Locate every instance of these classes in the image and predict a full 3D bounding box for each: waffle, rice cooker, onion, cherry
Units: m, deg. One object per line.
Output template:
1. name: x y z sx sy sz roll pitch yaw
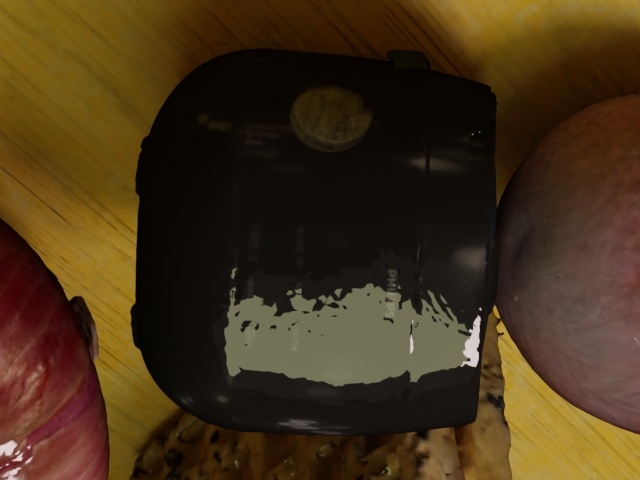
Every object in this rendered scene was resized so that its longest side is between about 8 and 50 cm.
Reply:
1. waffle: -0.009 0.204 1.417 0.114 0.261 0.376 23 133 -31
2. rice cooker: 0.000 0.000 1.185 0.224 0.267 0.267 2 139 4
3. onion: -0.308 0.115 1.287 0.354 0.353 0.353 -1 139 -1
4. cherry: 0.207 0.024 1.246 0.239 0.206 0.239 26 139 25
